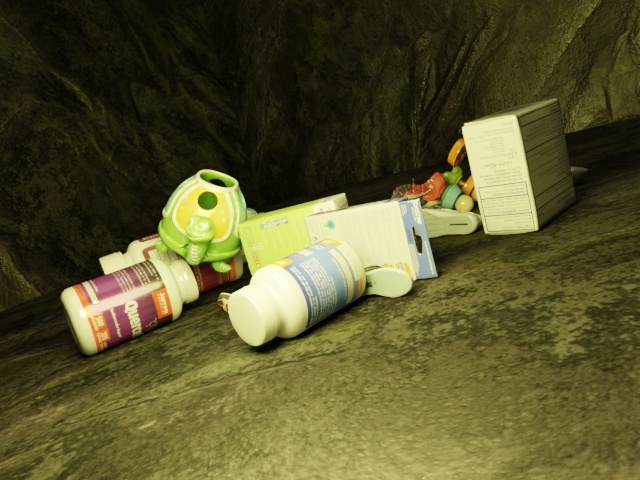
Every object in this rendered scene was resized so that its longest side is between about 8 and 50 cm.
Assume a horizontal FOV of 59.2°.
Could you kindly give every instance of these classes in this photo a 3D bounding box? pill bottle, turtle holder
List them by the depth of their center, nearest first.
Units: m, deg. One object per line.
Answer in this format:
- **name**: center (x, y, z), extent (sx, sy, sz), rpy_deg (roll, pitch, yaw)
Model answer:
- **pill bottle**: center (-0.047, 0.105, 1.143), extent (0.271, 0.153, 0.152), rpy_deg (-24, 12, -40)
- **pill bottle**: center (-0.495, 0.160, 1.485), extent (0.322, 0.182, 0.181), rpy_deg (-22, 11, -28)
- **turtle holder**: center (-0.327, -0.060, 1.531), extent (0.243, 0.228, 0.320), rpy_deg (28, 21, 16)
- **pill bottle**: center (-0.458, 0.081, 1.746), extent (0.391, 0.224, 0.224), rpy_deg (-20, 10, -22)

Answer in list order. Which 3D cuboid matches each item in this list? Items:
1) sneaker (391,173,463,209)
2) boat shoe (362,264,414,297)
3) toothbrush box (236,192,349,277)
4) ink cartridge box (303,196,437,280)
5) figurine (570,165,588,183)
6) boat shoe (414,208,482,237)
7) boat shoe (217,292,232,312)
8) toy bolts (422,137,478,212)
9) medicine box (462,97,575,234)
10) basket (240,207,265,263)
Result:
- **sneaker**: center (0.384, -0.155, 2.010), extent (0.298, 0.121, 0.112), rpy_deg (-9, -27, -10)
- **boat shoe**: center (0.135, 0.081, 1.226), extent (0.183, 0.065, 0.083), rpy_deg (-9, 14, 42)
- **toothbrush box**: center (-0.051, 0.013, 1.501), extent (0.283, 0.207, 0.122), rpy_deg (-13, 10, 22)
- **ink cartridge box**: center (0.119, 0.007, 1.308), extent (0.310, 0.186, 0.065), rpy_deg (-8, 11, 37)
- **figurine**: center (0.699, -0.193, 1.781), extent (0.209, 0.093, 0.215), rpy_deg (-16, 10, -21)
- **boat shoe**: center (0.350, -0.047, 1.593), extent (0.226, 0.083, 0.075), rpy_deg (9, 14, 42)
- **boat shoe**: center (-0.226, 0.163, 1.435), extent (0.137, 0.049, 0.043), rpy_deg (-5, 54, 50)
- **toy bolts**: center (0.468, -0.192, 1.841), extent (0.158, 0.218, 0.228), rpy_deg (33, 50, 21)
- **medicine box**: center (0.518, -0.192, 1.449), extent (0.149, 0.290, 0.263), rpy_deg (-3, 16, 45)
- **basket**: center (-0.318, -0.022, 2.140), extent (0.254, 0.201, 0.289), rpy_deg (-18, 20, -4)
